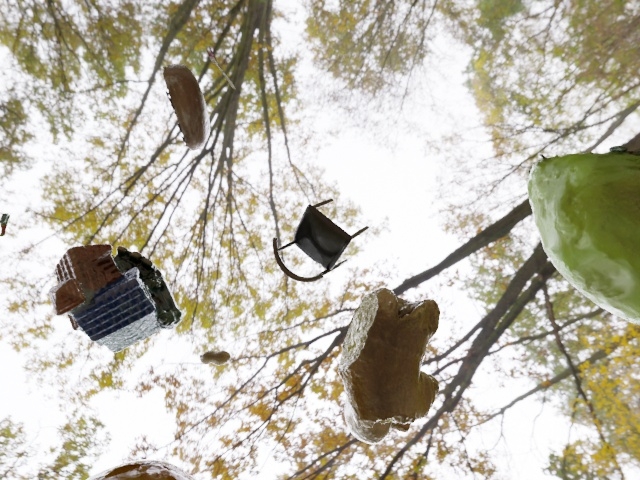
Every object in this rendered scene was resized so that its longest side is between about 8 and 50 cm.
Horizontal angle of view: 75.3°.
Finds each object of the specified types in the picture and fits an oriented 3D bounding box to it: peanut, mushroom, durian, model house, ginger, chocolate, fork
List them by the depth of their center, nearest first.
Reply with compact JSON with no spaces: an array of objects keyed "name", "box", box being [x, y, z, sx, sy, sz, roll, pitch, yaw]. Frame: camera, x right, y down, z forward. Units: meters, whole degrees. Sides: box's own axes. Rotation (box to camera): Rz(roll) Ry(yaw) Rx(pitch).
[{"name":"durian","box":[0.481,-0.017,0.646,0.204,0.256,0.340,30,-126,-52]},{"name":"ginger","box":[0.144,0.230,0.798,0.221,0.130,0.276,33,-95,-3]},{"name":"peanut","box":[-0.257,0.284,1.007,0.083,0.037,0.037,-4,-129,21]},{"name":"fork","box":[-0.247,-0.426,1.030,0.115,0.016,0.012,57,-140,-30]},{"name":"model house","box":[-0.584,0.121,1.134,0.251,0.329,0.295,-27,-112,-11]},{"name":"chocolate","box":[-0.388,-0.407,1.264,0.083,0.261,0.161,-7,-144,3]},{"name":"mushroom","box":[0.174,0.518,1.280,0.209,0.206,0.206,-8,-123,7]}]

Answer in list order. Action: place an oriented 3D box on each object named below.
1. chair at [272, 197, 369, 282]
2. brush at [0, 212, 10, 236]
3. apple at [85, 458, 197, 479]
[{"name":"chair","box":[0.000,0.000,1.249,0.188,0.166,0.272,38,-148,14]},{"name":"brush","box":[-0.933,-0.046,1.219,0.018,0.021,0.083,-8,-125,-12]},{"name":"apple","box":[-0.277,0.481,0.599,0.301,0.301,0.301,9,-125,-14]}]
